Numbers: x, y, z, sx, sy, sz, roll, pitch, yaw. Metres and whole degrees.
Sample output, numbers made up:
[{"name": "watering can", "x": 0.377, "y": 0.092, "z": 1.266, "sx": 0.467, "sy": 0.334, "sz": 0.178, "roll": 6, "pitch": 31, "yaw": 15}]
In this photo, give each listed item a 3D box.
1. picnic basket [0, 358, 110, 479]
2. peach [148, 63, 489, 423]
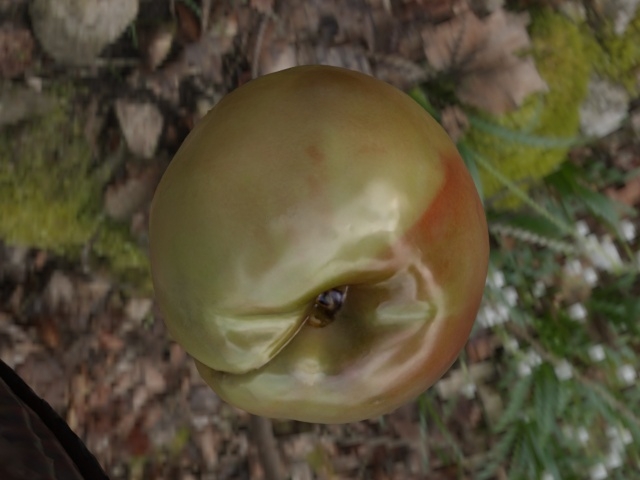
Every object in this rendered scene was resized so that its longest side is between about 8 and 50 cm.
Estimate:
[{"name": "picnic basket", "x": -0.155, "y": 0.153, "z": 0.519, "sx": 0.129, "sy": 0.222, "sz": 0.297, "roll": 1, "pitch": 116, "yaw": -40}, {"name": "peach", "x": 0.000, "y": 0.000, "z": 0.938, "sx": 0.184, "sy": 0.184, "sz": 0.184, "roll": -3, "pitch": 120, "yaw": -5}]
